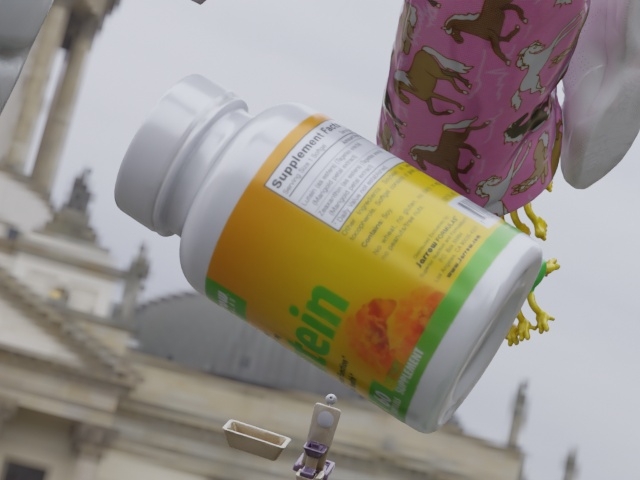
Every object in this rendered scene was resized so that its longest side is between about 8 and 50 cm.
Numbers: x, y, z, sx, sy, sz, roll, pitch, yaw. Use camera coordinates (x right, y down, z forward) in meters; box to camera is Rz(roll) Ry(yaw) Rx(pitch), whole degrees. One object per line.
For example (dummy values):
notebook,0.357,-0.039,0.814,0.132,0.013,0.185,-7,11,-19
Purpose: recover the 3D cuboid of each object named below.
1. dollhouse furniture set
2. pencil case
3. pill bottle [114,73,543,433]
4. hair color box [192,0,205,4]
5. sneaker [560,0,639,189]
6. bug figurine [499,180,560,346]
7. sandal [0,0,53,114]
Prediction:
dollhouse furniture set,-0.039,0.181,1.744,0.114,0.081,0.091,17,14,9
pencil case,0.138,-0.177,1.372,0.160,0.167,0.386,9,-33,1
pill bottle,0.000,0.000,1.109,0.245,0.136,0.136,31,-12,13
hair color box,-0.022,-0.350,1.337,0.374,0.113,0.185,-40,-18,15
sneaker,0.228,-0.151,1.530,0.094,0.212,0.080,29,32,35
bug figurine,0.117,0.018,1.645,0.216,0.279,0.072,-24,-54,28
sandal,-0.164,-0.088,0.545,0.169,0.416,0.102,36,3,-28
